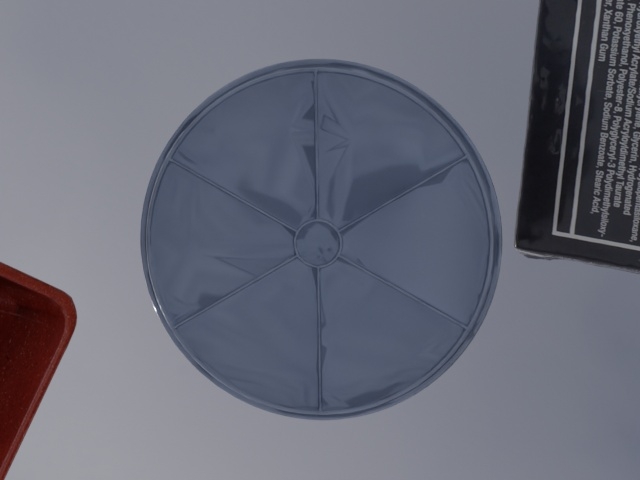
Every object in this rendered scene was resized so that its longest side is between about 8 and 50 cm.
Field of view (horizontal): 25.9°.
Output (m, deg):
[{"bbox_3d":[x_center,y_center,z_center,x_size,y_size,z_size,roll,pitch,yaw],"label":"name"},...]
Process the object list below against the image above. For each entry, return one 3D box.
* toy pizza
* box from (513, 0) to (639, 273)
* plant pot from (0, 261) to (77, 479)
[{"bbox_3d":[0.000,0.000,0.776,0.201,0.032,0.201,1,-84,6],"label":"toy pizza"},{"bbox_3d":[0.295,-0.125,0.846,0.294,0.183,0.296,12,-66,22],"label":"box"},{"bbox_3d":[-0.336,0.080,0.696,0.235,0.267,0.267,16,-102,43],"label":"plant pot"}]
